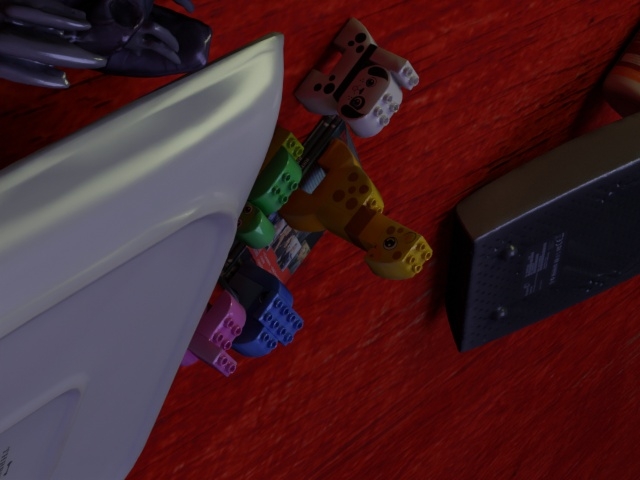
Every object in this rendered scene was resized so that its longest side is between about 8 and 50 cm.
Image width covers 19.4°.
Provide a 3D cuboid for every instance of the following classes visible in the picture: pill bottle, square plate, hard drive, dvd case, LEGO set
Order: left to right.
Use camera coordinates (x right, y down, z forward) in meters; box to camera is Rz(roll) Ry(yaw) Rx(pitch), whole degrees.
[{"bbox_3d":[-0.164,0.097,0.832,0.344,0.049,0.347,-35,159,-43],"label":"square plate"},{"bbox_3d":[-0.018,-0.012,1.124,0.119,0.013,0.087,-52,159,-11],"label":"dvd case"},{"bbox_3d":[0.000,0.000,1.043,0.227,0.093,0.087,-54,144,-10],"label":"LEGO set"},{"bbox_3d":[0.211,-0.019,1.453,0.255,0.054,0.172,-24,148,-16],"label":"hard drive"},{"bbox_3d":[0.302,-0.160,1.517,0.152,0.086,0.086,-55,159,-6],"label":"pill bottle"}]

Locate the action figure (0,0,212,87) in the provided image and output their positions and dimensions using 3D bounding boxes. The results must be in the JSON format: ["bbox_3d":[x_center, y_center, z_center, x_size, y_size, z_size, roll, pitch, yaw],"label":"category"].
[{"bbox_3d":[-0.087,-0.139,0.655,0.285,0.099,0.185,36,69,-77],"label":"action figure"}]
